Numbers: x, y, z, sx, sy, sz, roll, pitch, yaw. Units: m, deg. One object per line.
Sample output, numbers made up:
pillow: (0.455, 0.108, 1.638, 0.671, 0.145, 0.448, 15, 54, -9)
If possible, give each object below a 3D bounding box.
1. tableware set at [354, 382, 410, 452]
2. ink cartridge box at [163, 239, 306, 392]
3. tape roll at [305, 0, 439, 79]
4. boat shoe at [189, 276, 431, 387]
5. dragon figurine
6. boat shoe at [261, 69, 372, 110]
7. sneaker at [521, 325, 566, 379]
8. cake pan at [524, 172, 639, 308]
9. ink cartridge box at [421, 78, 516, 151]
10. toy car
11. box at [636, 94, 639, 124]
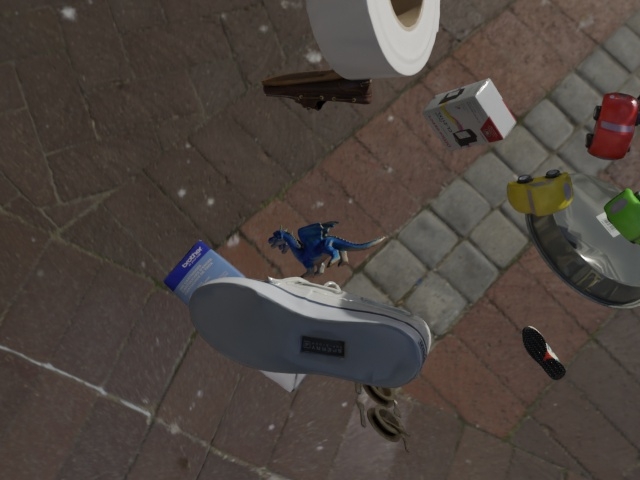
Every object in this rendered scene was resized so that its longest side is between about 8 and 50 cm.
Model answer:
tableware set: (0.136, 0.346, 1.506, 0.128, 0.194, 0.039, 33, 110, -18)
ink cartridge box: (-0.205, 0.170, 1.753, 0.395, 0.270, 0.151, 34, 80, 36)
tape roll: (0.086, -0.387, 1.070, 0.100, 0.286, 0.286, 2, 66, 30)
boat shoe: (-0.009, 0.116, 1.075, 0.367, 0.156, 0.136, 7, 105, 19)
dragon figurine: (0.000, 0.000, 1.649, 0.085, 0.289, 0.144, -5, 73, -53)
boat shoe: (-0.008, -0.264, 1.254, 0.207, 0.073, 0.073, 2, 27, 27)
sneaker: (0.564, 0.286, 1.830, 0.057, 0.075, 0.161, -39, 95, 2)
cake pan: (0.520, -0.012, 1.325, 0.293, 0.054, 0.293, 14, 51, -18)
ink cartridge box: (0.343, -0.286, 1.649, 0.127, 0.175, 0.072, 50, 61, -21)
toy car: (0.425, -0.067, 1.046, 0.225, 0.239, 0.053, 40, 34, -6)
box: (0.807, -0.324, 1.649, 0.116, 0.162, 0.029, 41, 49, 12)
